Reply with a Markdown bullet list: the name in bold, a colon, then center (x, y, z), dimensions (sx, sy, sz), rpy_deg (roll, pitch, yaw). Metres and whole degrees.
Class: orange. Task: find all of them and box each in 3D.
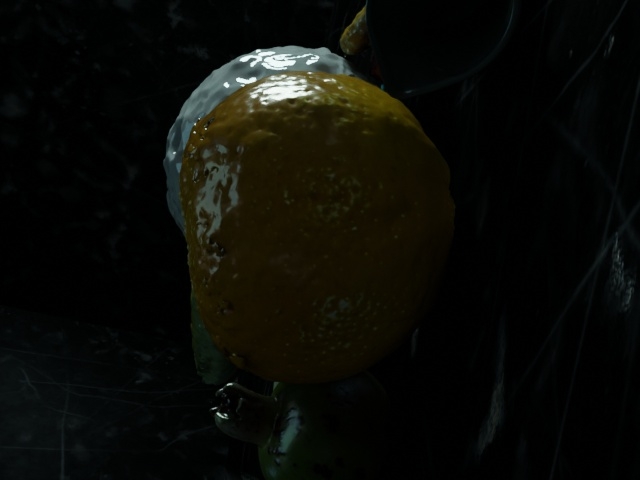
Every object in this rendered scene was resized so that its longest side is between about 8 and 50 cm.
- **orange**: center (-0.001, -0.016, 1.560), dimensions (0.340, 0.293, 0.341), rpy_deg (172, 90, -87)

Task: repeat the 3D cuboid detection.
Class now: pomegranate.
- **pomegranate**: center (-0.015, 0.217, 1.668), dimensions (0.179, 0.210, 0.179), rpy_deg (-57, -11, -18)

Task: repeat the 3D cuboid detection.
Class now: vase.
- **vase**: center (0.143, -0.304, 1.566), dimensions (0.251, 0.156, 0.301), rpy_deg (-61, 6, 23)

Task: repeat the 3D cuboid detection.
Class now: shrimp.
- **shrimp**: center (0.061, -0.287, 1.952), dimensions (0.101, 0.042, 0.190), rpy_deg (-54, 1, -8)

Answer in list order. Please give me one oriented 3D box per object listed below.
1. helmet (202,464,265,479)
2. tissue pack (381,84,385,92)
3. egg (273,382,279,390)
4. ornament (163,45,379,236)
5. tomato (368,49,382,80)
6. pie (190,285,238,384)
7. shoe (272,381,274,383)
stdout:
- **helmet**: center (-0.108, 0.477, 2.227), dimensions (0.279, 0.160, 0.231), rpy_deg (-138, 59, -66)
- **tissue pack**: center (0.094, -0.168, 2.274), dimensions (0.085, 0.027, 0.138), rpy_deg (-83, 2, -65)
- **egg**: center (-0.011, 0.215, 2.046), dimensions (0.114, 0.114, 0.152), rpy_deg (-87, 10, -58)
- **ornament**: center (-0.041, -0.099, 1.934), dimensions (0.337, 0.337, 0.337), rpy_deg (-168, 90, -84)
- **tomato**: center (0.132, -0.314, 1.904), dimensions (0.225, 0.085, 0.225), rpy_deg (-165, 90, -87)
- **pie**: center (-0.100, 0.039, 2.394), dimensions (0.418, 0.180, 0.395), rpy_deg (-61, -12, -13)
- **shoe**: center (-0.037, 0.214, 2.312), dimensions (0.228, 0.112, 0.099), rpy_deg (-81, 7, -46)
